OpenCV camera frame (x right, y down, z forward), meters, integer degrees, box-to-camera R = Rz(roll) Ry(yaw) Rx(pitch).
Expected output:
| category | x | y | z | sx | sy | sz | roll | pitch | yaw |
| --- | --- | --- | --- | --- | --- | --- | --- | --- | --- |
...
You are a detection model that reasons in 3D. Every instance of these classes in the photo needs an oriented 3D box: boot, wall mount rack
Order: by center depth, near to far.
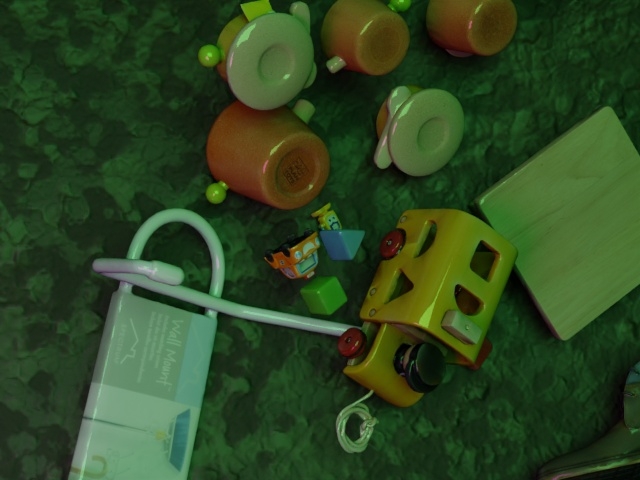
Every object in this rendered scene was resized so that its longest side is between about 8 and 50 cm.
| category | x | y | z | sx | sy | sz | roll | pitch | yaw |
| --- | --- | --- | --- | --- | --- | --- | --- | --- | --- |
| wall mount rack | -0.084 | 0.154 | 1.392 | 0.304 | 0.130 | 0.350 | 19 | 78 | -40 |
| boot | 0.293 | 0.171 | 1.485 | 0.219 | 0.082 | 0.106 | -14 | 62 | -7 |

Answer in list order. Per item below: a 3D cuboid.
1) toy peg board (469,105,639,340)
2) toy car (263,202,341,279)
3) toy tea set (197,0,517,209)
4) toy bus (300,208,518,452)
| category | x | y | z | sx | sy | sz | roll | pitch | yaw |
| --- | --- | --- | --- | --- | --- | --- | --- | --- | --- |
| toy peg board | 0.236 | -0.019 | 1.500 | 0.161 | 0.079 | 0.160 | -36 | 104 | -12 |
| toy car | 0.000 | 0.000 | 1.432 | 0.122 | 0.060 | 0.040 | -38 | 101 | -48 |
| toy tea set | 0.026 | -0.150 | 1.461 | 0.336 | 0.124 | 0.200 | -15 | 119 | -29 |
| toy bus | 0.097 | 0.070 | 1.395 | 0.191 | 0.104 | 0.202 | -21 | 102 | -35 |
